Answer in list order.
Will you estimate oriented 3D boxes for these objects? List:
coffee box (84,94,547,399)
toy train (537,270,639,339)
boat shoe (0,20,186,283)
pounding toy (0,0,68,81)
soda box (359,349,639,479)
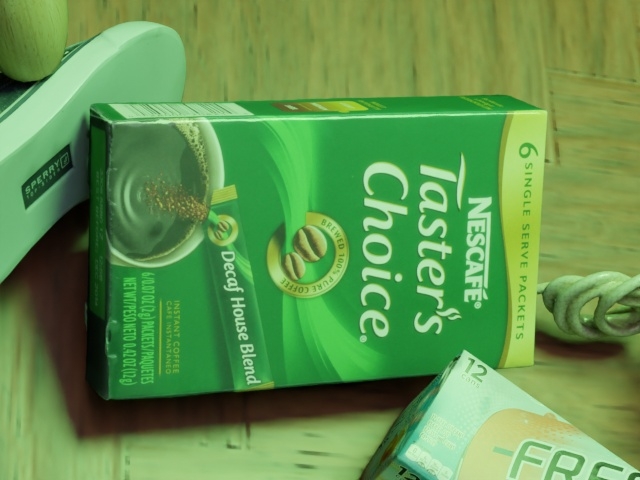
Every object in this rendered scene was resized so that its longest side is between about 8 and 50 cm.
[{"bbox_3d":[0.000,0.000,0.706,0.184,0.040,0.113,-2,102,-21],"label":"coffee box"},{"bbox_3d":[0.193,0.082,0.747,0.248,0.105,0.143,-4,81,9],"label":"toy train"},{"bbox_3d":[-0.129,-0.043,0.702,0.083,0.065,0.183,15,35,23],"label":"boat shoe"},{"bbox_3d":[-0.203,-0.174,0.657,0.269,0.154,0.155,33,52,18],"label":"pounding toy"},{"bbox_3d":[0.106,0.124,0.700,0.183,0.063,0.058,35,59,0],"label":"soda box"}]
